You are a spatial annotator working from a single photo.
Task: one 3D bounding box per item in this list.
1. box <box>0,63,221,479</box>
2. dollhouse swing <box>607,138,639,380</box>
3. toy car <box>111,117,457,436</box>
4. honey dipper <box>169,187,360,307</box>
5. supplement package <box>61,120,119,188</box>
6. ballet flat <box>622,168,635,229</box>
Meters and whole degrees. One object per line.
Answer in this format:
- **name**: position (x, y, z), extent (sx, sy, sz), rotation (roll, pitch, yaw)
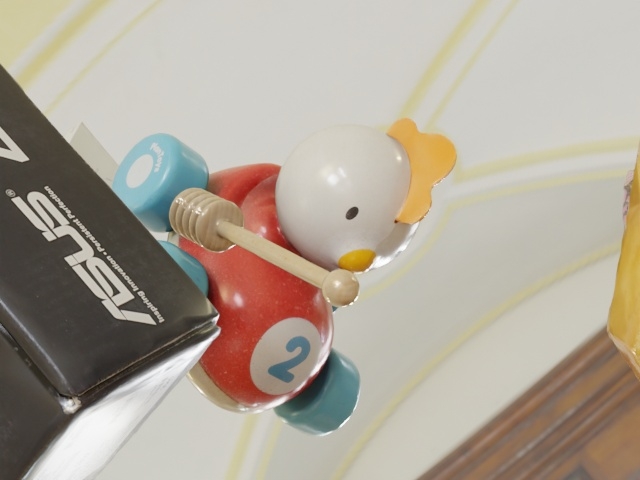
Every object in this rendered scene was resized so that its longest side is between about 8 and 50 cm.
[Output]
- **box**: position (-0.260, 0.050, 0.532), extent (0.097, 0.318, 0.395), rotation (-26, -19, -52)
- **dollhouse swing**: position (0.311, -0.028, 0.315), extent (0.304, 0.315, 0.347), rotation (4, -78, -22)
- **toy car**: position (0.000, 0.000, 0.841), extent (0.238, 0.210, 0.219), rotation (-30, -45, 27)
- **honey dipper**: position (-0.029, 0.003, 0.582), extent (0.030, 0.160, 0.031), rotation (-11, -70, -33)
- **supplement package**: position (-0.376, -0.025, 1.540), extent (0.203, 0.194, 0.149), rotation (-33, -70, 14)
- **ballet flat**: position (0.307, -0.012, 0.815), extent (0.076, 0.221, 0.079), rotation (1, -84, -30)
